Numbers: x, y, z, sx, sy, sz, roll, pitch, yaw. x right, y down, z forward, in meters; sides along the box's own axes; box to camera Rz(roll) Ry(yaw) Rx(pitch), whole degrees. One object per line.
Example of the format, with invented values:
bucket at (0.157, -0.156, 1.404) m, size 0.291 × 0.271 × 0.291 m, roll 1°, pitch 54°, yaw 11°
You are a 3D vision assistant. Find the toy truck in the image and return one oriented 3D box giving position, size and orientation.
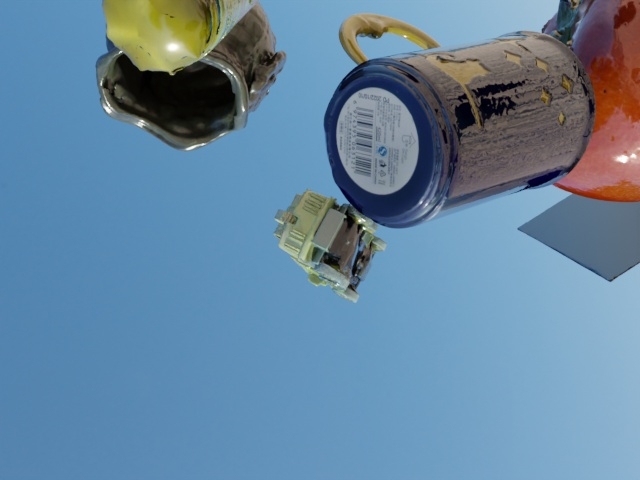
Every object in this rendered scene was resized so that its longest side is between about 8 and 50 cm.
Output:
toy truck at (0.000, 0.000, 0.983) m, size 0.116 × 0.085 × 0.191 m, roll 27°, pitch 174°, yaw 14°

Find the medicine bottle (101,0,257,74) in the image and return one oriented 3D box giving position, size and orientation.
medicine bottle at (-0.134, -0.264, 0.923) m, size 0.124 × 0.124 × 0.239 m, roll 52°, pitch -148°, yaw -20°

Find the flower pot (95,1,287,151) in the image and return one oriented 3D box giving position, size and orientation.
flower pot at (-0.211, -0.294, 1.448) m, size 0.302 × 0.302 × 0.213 m, roll 41°, pitch -131°, yaw -37°

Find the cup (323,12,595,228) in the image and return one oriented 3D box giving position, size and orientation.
cup at (0.111, -0.130, 0.924) m, size 0.256 × 0.255 × 0.178 m, roll -17°, pitch -59°, yaw -43°

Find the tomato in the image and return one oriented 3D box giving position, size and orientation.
tomato at (0.419, -0.209, 1.174) m, size 0.273 × 0.341 × 0.341 m, roll 26°, pitch -145°, yaw -7°

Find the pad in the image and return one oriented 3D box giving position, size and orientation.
pad at (0.458, -0.031, 1.380) m, size 0.005 × 0.202 × 0.300 m, roll 60°, pitch 175°, yaw -20°
